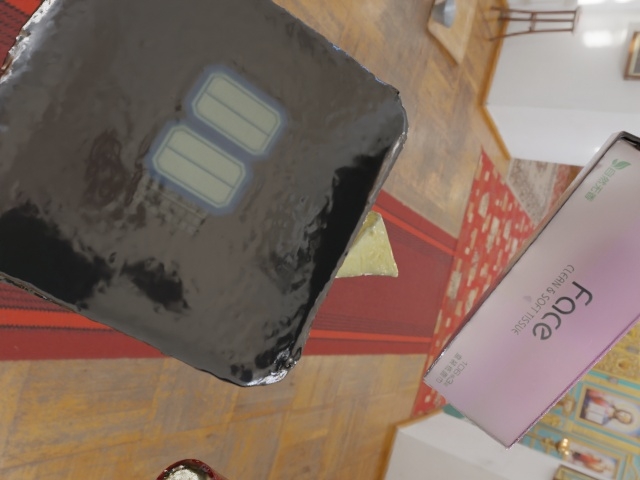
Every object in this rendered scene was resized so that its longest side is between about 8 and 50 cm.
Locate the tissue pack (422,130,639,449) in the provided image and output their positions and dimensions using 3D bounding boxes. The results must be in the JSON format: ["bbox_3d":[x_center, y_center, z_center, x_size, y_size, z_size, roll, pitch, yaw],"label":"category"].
[{"bbox_3d":[0.208,0.035,0.414,0.148,0.092,0.247,-22,145,-59],"label":"tissue pack"}]

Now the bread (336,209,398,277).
[{"bbox_3d":[0.000,0.000,0.826,0.178,0.265,0.142,21,89,-43],"label":"bread"}]

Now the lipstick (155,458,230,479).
[{"bbox_3d":[-0.101,0.316,0.545,0.080,0.080,0.241,-58,146,-27],"label":"lipstick"}]

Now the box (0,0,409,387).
[{"bbox_3d":[-0.119,-0.071,0.473,0.358,0.091,0.351,29,83,-15],"label":"box"}]
